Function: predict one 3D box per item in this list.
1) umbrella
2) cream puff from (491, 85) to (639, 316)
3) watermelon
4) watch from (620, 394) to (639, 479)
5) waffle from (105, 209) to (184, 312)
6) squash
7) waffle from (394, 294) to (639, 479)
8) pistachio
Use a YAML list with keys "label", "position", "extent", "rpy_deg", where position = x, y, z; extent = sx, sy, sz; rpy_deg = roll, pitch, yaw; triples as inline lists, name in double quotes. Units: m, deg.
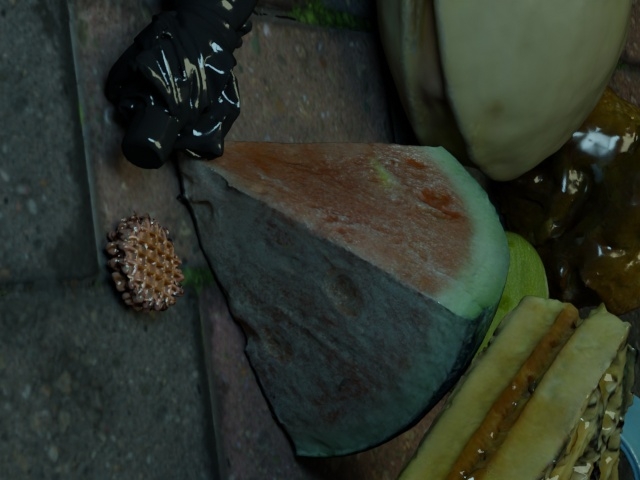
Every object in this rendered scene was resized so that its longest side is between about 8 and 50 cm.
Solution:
- label: "umbrella"
  position: [-0.101, -0.169, 1.459]
  extent: [0.122, 0.110, 0.272]
  rpy_deg: [90, 14, -54]
- label: "cream puff"
  position: [0.307, -0.053, 1.976]
  extent: [0.269, 0.241, 0.155]
  rpy_deg: [55, 22, 15]
- label: "watermelon"
  position: [0.043, 0.004, 1.510]
  extent: [0.292, 0.250, 0.283]
  rpy_deg: [51, 37, -42]
- label: "watch"
  position: [0.270, 0.251, 1.844]
  extent: [0.211, 0.193, 0.211]
  rpy_deg: [21, 64, -52]
- label: "waffle"
  position: [-0.142, 0.018, 1.413]
  extent: [0.075, 0.029, 0.083]
  rpy_deg: [-35, 109, -58]
- label: "squash"
  position: [0.187, 0.071, 1.832]
  extent: [0.123, 0.123, 0.187]
  rpy_deg: [42, 50, -45]
- label: "waffle"
  position: [0.135, 0.251, 1.417]
  extent: [0.376, 0.114, 0.261]
  rpy_deg: [-51, 147, -38]
- label: "pistachio"
  position: [0.185, -0.287, 1.801]
  extent: [0.365, 0.281, 0.446]
  rpy_deg: [-24, 118, -57]
